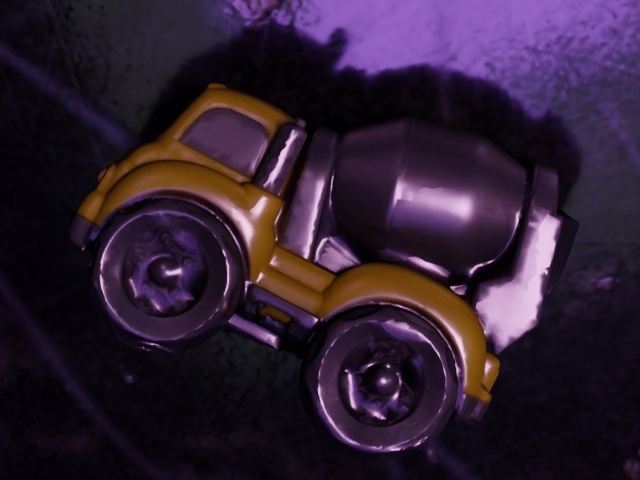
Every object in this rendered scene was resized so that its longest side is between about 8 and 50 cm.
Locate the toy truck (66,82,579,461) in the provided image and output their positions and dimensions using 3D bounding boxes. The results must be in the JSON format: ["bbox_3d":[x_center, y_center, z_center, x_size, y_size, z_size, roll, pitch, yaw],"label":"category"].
[{"bbox_3d":[0.000,0.000,0.845,0.224,0.147,0.165,26,91,0],"label":"toy truck"}]
